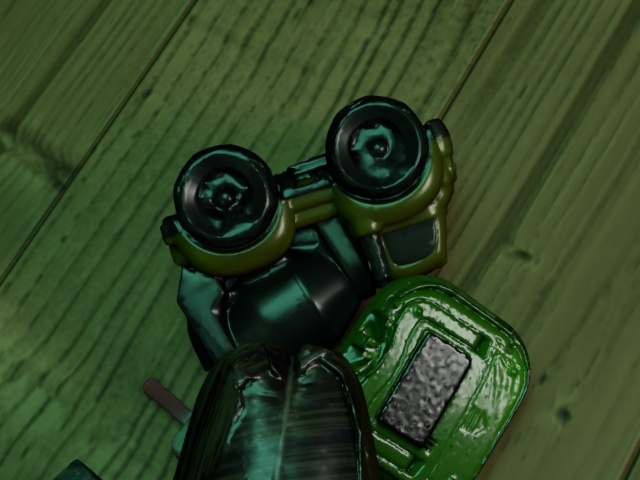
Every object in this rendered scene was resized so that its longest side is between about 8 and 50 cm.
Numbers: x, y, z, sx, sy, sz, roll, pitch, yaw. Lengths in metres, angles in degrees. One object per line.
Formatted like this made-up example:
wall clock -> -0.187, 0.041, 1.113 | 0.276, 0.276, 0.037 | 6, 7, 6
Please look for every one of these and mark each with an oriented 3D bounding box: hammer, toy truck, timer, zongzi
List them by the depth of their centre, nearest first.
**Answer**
zongzi -> -0.109, 0.222, 0.819 | 0.317, 0.154, 0.289 | -9, 78, -7
timer -> 0.072, 0.101, 0.927 | 0.128, 0.047, 0.140 | 35, 79, -13
toy truck -> 0.000, 0.000, 0.984 | 0.224, 0.147, 0.165 | -18, 86, -1
hammer -> -0.102, 0.127, 0.993 | 0.083, 0.031, 0.052 | 35, 72, 30

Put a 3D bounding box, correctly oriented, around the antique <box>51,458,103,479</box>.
antique -> -0.193, 0.250, 0.917 | 0.183, 0.086, 0.088 | -44, 64, -11
